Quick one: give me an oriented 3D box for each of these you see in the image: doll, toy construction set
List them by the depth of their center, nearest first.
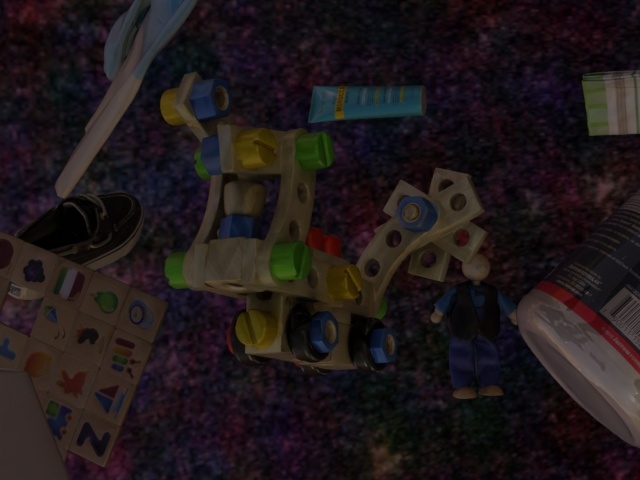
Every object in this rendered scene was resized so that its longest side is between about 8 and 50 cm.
[{"bbox_3d":[0.000,0.000,0.957,0.151,0.327,0.215,-11,73,43],"label":"toy construction set"},{"bbox_3d":[0.210,0.111,1.517,0.046,0.129,0.189,-178,86,-77],"label":"doll"}]

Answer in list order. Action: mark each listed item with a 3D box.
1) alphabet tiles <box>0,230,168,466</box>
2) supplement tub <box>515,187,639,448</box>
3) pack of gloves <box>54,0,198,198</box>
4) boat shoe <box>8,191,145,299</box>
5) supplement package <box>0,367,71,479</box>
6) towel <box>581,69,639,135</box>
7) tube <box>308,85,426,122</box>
[{"bbox_3d":[-0.264,0.132,1.045,0.198,0.009,0.237,21,91,18],"label":"alphabet tiles"},{"bbox_3d":[0.341,0.046,1.087,0.272,0.191,0.191,-42,57,-4],"label":"supplement tub"},{"bbox_3d":[-0.095,-0.165,0.670,0.232,0.046,0.195,-50,21,30],"label":"pack of gloves"},{"bbox_3d":[-0.257,-0.011,1.235,0.077,0.219,0.070,32,125,10],"label":"boat shoe"},{"bbox_3d":[-0.156,0.184,0.334,0.293,0.175,0.178,51,123,47],"label":"supplement package"},{"bbox_3d":[0.453,-0.193,1.622,0.152,0.023,0.113,-2,132,19],"label":"towel"},{"bbox_3d":[0.082,-0.244,2.016,0.207,0.052,0.080,0,55,16],"label":"tube"}]
